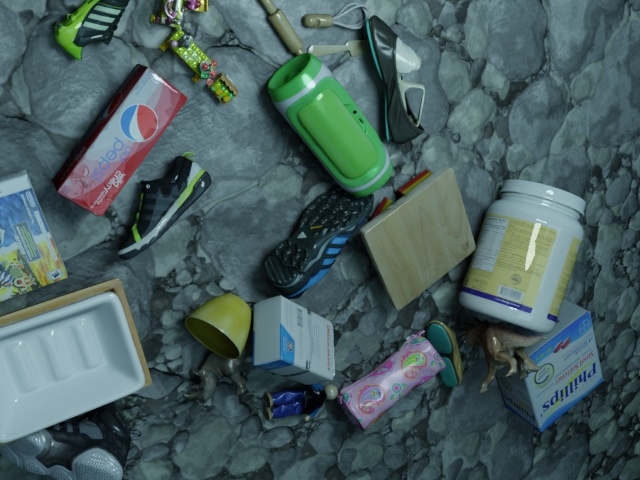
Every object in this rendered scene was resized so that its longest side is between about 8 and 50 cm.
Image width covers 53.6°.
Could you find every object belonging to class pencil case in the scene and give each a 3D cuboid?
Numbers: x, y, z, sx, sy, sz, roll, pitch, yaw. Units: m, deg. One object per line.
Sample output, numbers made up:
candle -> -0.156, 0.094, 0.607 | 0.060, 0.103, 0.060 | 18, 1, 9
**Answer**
pencil case -> 0.176, 0.349, 1.583 | 0.284, 0.124, 0.124 | -35, 121, -13

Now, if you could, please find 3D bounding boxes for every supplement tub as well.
supplement tub -> 0.498, 0.039, 1.555 | 0.241, 0.241, 0.331 | 20, 88, -33

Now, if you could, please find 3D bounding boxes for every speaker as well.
speaker -> 0.025, -0.226, 1.271 | 0.131, 0.131, 0.296 | -46, 122, -7

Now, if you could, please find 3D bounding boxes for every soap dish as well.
soap dish -> -0.480, 0.211, 1.151 | 0.290, 0.118, 0.229 | -20, 111, -22

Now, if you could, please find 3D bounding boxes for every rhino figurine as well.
rhino figurine -> -0.188, 0.274, 1.372 | 0.243, 0.073, 0.106 | -26, 100, -17

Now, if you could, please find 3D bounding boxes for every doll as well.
doll -> -0.040, 0.376, 1.511 | 0.189, 0.046, 0.129 | -4, 111, -28

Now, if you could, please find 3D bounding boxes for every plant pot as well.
plant pot -> -0.198, 0.166, 1.309 | 0.095, 0.134, 0.134 | -56, 128, -32

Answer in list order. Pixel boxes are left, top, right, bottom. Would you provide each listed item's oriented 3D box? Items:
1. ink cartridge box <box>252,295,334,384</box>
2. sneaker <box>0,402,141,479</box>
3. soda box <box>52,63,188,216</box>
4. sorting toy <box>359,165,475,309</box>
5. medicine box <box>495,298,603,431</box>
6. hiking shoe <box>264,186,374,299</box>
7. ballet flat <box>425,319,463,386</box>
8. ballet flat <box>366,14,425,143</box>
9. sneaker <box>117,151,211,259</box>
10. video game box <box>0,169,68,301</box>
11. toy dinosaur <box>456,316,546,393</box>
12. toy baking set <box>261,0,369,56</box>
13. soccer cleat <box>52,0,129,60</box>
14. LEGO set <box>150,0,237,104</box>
ink cartridge box -> -0.055, 0.219, 1.361 | 0.082, 0.140, 0.190 | -19, 147, 28
sneaker -> -0.488, 0.377, 1.234 | 0.268, 0.153, 0.101 | 20, 120, 1
soda box -> -0.352, -0.176, 1.108 | 0.092, 0.083, 0.263 | 36, 88, -34
sorting toy -> 0.214, -0.014, 1.471 | 0.255, 0.089, 0.257 | -37, 129, -13
medicine box -> 0.650, 0.349, 1.825 | 0.263, 0.149, 0.289 | -33, 120, -15
hiking shoe -> 0.000, 0.000, 1.378 | 0.304, 0.113, 0.132 | -42, 153, -17
ballet flat -> 0.333, 0.286, 1.683 | 0.073, 0.080, 0.232 | -47, 131, -40
ballet flat -> 0.167, -0.338, 1.327 | 0.096, 0.095, 0.280 | -5, 125, 16
sneaker -> -0.309, -0.068, 1.192 | 0.097, 0.084, 0.235 | 44, 83, -9
video game box -> -0.561, 0.003, 1.082 | 0.187, 0.048, 0.205 | -21, 117, -18
toy dinosaur -> 0.443, 0.257, 1.597 | 0.127, 0.200, 0.296 | -12, 156, -14
toy baking set -> 0.001, -0.443, 1.236 | 0.196, 0.030, 0.256 | -40, 122, -11
soccer cleat -> -0.358, -0.374, 1.051 | 0.179, 0.060, 0.072 | -40, 132, -3
LEGO set -> -0.214, -0.366, 1.099 | 0.132, 0.107, 0.287 | -18, 116, -22
